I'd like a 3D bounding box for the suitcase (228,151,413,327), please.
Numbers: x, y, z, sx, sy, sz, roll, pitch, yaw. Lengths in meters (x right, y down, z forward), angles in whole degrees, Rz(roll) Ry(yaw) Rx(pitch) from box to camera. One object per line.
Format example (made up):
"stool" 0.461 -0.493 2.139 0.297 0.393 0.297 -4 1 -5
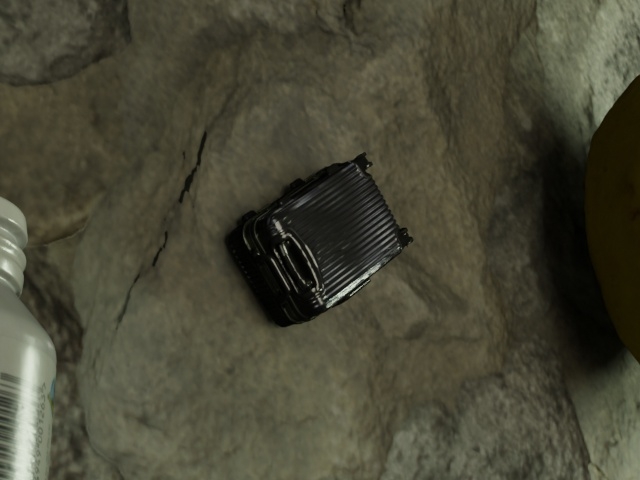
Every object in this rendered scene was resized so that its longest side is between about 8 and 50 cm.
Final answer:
"suitcase" 0.000 0.000 1.140 0.126 0.059 0.086 -36 99 -42

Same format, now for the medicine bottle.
"medicine bottle" -0.207 0.084 0.857 0.135 0.135 0.215 19 62 -37

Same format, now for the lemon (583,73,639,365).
"lemon" 0.343 -0.009 1.319 0.285 0.285 0.316 32 50 -31
